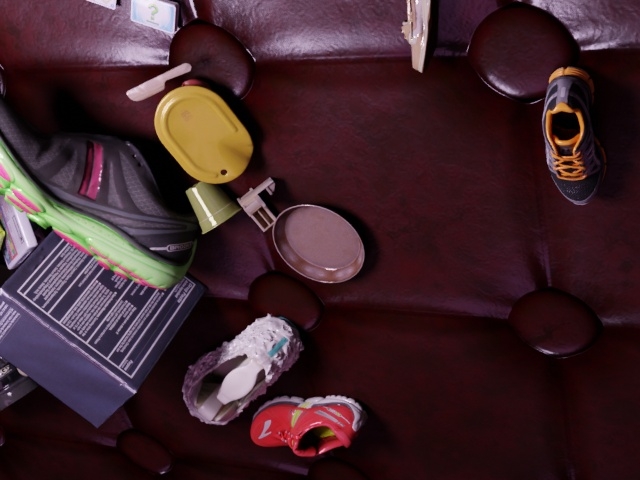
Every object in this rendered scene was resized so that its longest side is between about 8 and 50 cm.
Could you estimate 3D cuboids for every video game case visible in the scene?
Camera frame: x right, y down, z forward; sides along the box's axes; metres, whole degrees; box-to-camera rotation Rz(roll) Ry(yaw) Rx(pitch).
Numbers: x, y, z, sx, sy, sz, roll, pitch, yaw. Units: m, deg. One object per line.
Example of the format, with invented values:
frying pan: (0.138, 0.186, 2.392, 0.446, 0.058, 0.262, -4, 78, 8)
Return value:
video game case: (-0.581, -0.061, 1.903, 0.183, 0.023, 0.201, -28, 82, 59)

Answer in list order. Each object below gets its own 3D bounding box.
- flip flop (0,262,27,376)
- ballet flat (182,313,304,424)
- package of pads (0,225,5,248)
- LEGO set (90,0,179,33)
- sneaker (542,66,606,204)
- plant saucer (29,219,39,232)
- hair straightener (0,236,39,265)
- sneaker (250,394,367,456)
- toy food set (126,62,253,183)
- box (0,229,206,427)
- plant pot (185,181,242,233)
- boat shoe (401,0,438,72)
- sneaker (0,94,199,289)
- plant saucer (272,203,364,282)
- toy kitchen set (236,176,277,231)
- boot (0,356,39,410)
flip flop: (-0.632, 0.155, 2.091, 0.112, 0.277, 0.080, -44, 146, 25)
ballet flat: (-0.183, 0.279, 2.028, 0.147, 0.147, 0.409, 37, 135, -7)
package of pads: (-0.722, 0.022, 1.996, 0.229, 0.101, 0.296, 51, 129, 29)
LEGO set: (-0.329, -0.424, 1.560, 0.244, 0.060, 0.182, 21, 130, 10)
sneaker: (0.350, -0.134, 1.452, 0.084, 0.083, 0.215, -2, 128, 25)
plant saucer: (-0.595, -0.065, 2.015, 0.119, 0.021, 0.119, 13, 132, 15)
hair straightener: (-0.666, 0.016, 2.111, 0.230, 0.047, 0.089, -3, 126, 23)
sneaker: (-0.041, 0.377, 2.048, 0.279, 0.118, 0.107, -17, 118, 35)
toy food set: (-0.199, -0.198, 1.686, 0.128, 0.071, 0.218, -31, 114, 15)
box: (-0.422, 0.130, 1.903, 0.294, 0.296, 0.183, 39, 133, -8)
plant pot: (-0.192, -0.066, 1.785, 0.083, 0.083, 0.079, -26, 101, 39)
boat shoe: (0.137, -0.302, 1.441, 0.045, 0.050, 0.135, 14, 122, 20)
sneaker: (-0.405, -0.108, 1.754, 0.483, 0.202, 0.185, 40, 160, -29)
plant saucer: (0.000, 0.000, 1.773, 0.168, 0.029, 0.168, 14, 133, 15)
toy kitchen set: (-0.088, -0.057, 1.746, 0.068, 0.083, 0.075, -39, 109, -1)
boot: (-0.740, 0.242, 2.262, 0.260, 0.131, 0.348, 56, 151, -4)
